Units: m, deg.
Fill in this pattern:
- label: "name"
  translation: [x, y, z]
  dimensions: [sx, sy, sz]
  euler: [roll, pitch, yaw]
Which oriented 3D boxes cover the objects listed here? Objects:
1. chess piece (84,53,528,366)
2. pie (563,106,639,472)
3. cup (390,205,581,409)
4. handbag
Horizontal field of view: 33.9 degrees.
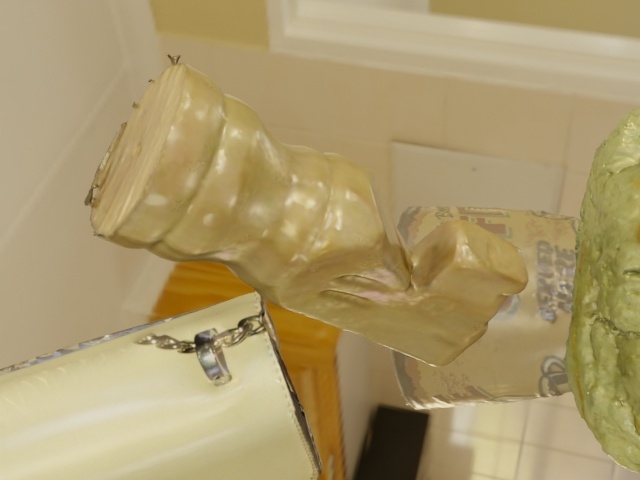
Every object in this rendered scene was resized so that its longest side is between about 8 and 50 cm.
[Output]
- label: "chess piece"
  translation: [0.000, 0.000, 0.723]
  dimensions: [0.137, 0.301, 0.137]
  euler: [-44, 31, 35]
- label: "pie"
  translation: [0.245, 0.030, 0.639]
  dimensions: [0.090, 0.201, 0.247]
  euler: [1, -85, -58]
- label: "cup"
  translation: [0.232, 0.059, 1.165]
  dimensions: [0.301, 0.257, 0.227]
  euler: [-54, -41, -62]
- label: "handbag"
  translation: [-0.190, 0.175, 0.882]
  dimensions: [0.236, 0.359, 0.160]
  euler: [78, 173, -64]
